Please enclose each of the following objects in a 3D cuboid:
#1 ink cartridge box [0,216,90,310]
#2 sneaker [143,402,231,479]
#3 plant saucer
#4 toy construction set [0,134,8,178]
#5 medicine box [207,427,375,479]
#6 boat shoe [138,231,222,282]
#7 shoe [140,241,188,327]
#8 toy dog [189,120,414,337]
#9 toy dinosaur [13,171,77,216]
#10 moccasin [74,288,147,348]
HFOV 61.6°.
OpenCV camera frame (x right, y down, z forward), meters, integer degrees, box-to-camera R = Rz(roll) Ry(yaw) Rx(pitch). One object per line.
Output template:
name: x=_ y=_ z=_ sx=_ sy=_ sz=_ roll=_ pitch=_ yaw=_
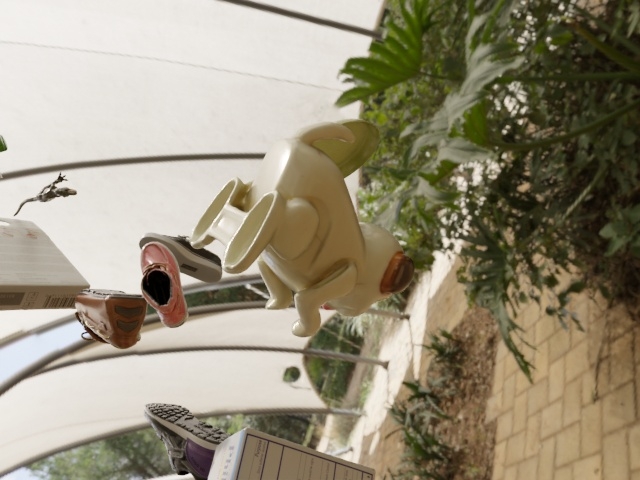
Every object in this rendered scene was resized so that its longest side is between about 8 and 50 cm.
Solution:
ink cartridge box: x=-0.884 y=0.055 z=1.504 sx=0.308 sy=0.385 sz=0.091 roll=8 pitch=-66 yaw=-58
sneaker: x=-0.331 y=0.471 z=1.241 sx=0.107 sy=0.283 sz=0.124 roll=18 pitch=-94 yaw=-49
plant saucer: x=0.026 y=-0.206 z=1.254 sx=0.037 sy=0.241 sz=0.241 roll=62 pitch=161 yaw=22
toy construction set: x=-0.732 y=-0.178 z=1.073 sx=0.257 sy=0.237 sz=0.308 roll=74 pitch=171 yaw=-66
medicine box: x=-0.065 y=0.520 z=0.964 sx=0.149 sy=0.289 sz=0.263 roll=-47 pitch=25 yaw=47
boat shoe: x=-0.457 y=0.036 z=1.791 sx=0.113 sy=0.306 sz=0.105 roll=-43 pitch=37 yaw=32
shoe: x=-0.273 y=0.058 z=0.912 sx=0.081 sy=0.063 sz=0.178 roll=87 pitch=159 yaw=-57
toy dog: x=0.000 y=0.000 z=1.115 sx=0.285 sy=0.408 sz=0.395 roll=9 pitch=66 yaw=54
toy dinosaur: x=-0.884 y=-0.155 z=1.743 sx=0.064 sy=0.268 sz=0.118 roll=59 pitch=-151 yaw=-30
moccasin: x=-0.508 y=0.193 z=1.296 sx=0.380 sy=0.139 sz=0.147 roll=-2 pitch=82 yaw=51
